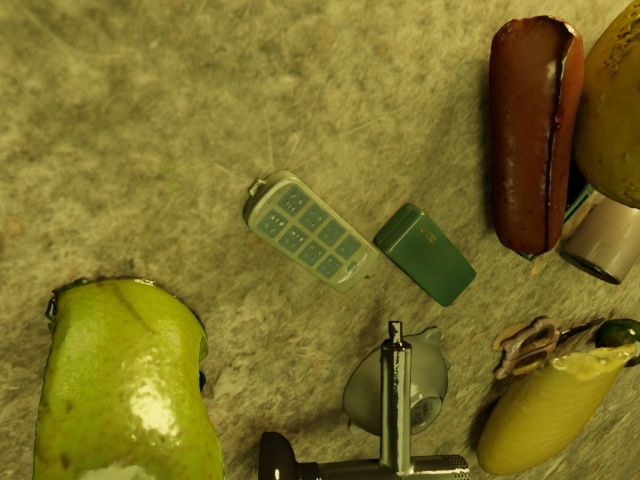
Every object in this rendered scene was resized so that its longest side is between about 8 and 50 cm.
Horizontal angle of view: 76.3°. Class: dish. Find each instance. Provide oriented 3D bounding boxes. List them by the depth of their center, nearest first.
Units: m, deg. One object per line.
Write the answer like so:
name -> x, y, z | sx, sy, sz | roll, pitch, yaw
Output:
dish -> 0.159, 0.273, 0.709 | 0.227, 0.086, 0.236 | 4, 115, -29

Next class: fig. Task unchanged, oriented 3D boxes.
fig -> 0.737, 0.234, 0.978 | 0.177, 0.117, 0.117 | -11, 122, -37

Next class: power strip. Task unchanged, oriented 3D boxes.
power strip -> 0.000, 0.000, 0.509 | 0.080, 0.029, 0.227 | -48, 127, 5

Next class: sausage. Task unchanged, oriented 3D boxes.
sausage -> 0.279, -0.122, 0.543 | 0.102, 0.102, 0.330 | -26, 125, -12

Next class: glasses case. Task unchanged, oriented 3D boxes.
glasses case -> 0.158, 0.027, 0.599 | 0.078, 0.039, 0.184 | -48, 127, 4

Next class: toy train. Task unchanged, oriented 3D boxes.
toy train -> 0.404, -0.077, 0.656 | 0.048, 0.055, 0.252 | 33, 100, -36

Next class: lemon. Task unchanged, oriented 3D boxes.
lemon -> 0.446, -0.166, 0.493 | 0.257, 0.258, 0.310 | 16, 88, -33

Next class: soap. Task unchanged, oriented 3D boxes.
soap -> 0.517, 0.389, 0.938 | 0.306, 0.115, 0.427 | -2, 121, -27

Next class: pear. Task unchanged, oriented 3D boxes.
pear -> -0.173, 0.187, 0.390 | 0.164, 0.255, 0.238 | -3, 113, -24

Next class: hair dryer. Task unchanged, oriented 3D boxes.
hair dryer -> 0.047, 0.280, 0.625 | 0.320, 0.156, 0.284 | -10, 80, -6

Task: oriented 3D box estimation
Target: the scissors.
scissors -> 0.516, 0.219, 0.901 | 0.317, 0.024, 0.160 | -12, 120, -20

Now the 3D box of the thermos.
thermos -> 0.536, -0.027, 0.736 | 0.193, 0.105, 0.137 | -59, 152, 4
